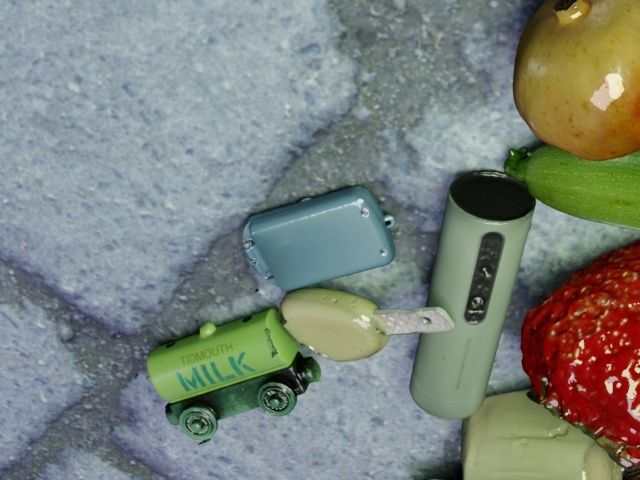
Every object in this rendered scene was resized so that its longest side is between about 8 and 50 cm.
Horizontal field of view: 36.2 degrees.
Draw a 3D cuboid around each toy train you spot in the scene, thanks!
[{"bbox_3d":[-0.129,0.184,1.395,0.253,0.105,0.157,-20,108,24],"label":"toy train"}]

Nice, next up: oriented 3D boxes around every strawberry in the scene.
[{"bbox_3d":[0.381,0.120,1.174,0.257,0.257,0.277,34,90,-15],"label":"strawberry"}]

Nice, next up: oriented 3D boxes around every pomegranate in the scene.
[{"bbox_3d":[0.289,-0.178,1.000,0.191,0.191,0.191,5,127,7],"label":"pomegranate"}]

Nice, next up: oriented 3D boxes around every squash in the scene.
[{"bbox_3d":[0.379,-0.051,1.049,0.395,0.107,0.107,17,134,36],"label":"squash"}]

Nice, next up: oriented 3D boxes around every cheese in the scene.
[{"bbox_3d":[0.064,0.110,1.272,0.255,0.050,0.127,-5,131,42],"label":"cheese"}]

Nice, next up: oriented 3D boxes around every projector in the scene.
[{"bbox_3d":[0.187,0.078,1.246,0.108,0.108,0.337,9,127,4],"label":"projector"}]

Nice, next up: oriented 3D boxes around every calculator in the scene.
[{"bbox_3d":[0.000,0.000,1.265,0.210,0.039,0.121,-16,123,20],"label":"calculator"}]

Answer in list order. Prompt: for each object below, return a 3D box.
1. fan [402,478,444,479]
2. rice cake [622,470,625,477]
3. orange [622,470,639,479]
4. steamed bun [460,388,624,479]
[{"bbox_3d":[0.243,0.393,1.500,0.240,0.009,0.131,7,151,5],"label":"fan"},{"bbox_3d":[0.333,0.330,1.445,0.222,0.042,0.080,-7,129,15],"label":"rice cake"},{"bbox_3d":[0.465,0.438,1.400,0.234,0.182,0.234,-10,140,-9],"label":"orange"},{"bbox_3d":[0.302,0.301,1.353,0.225,0.200,0.170,-4,132,31],"label":"steamed bun"}]
